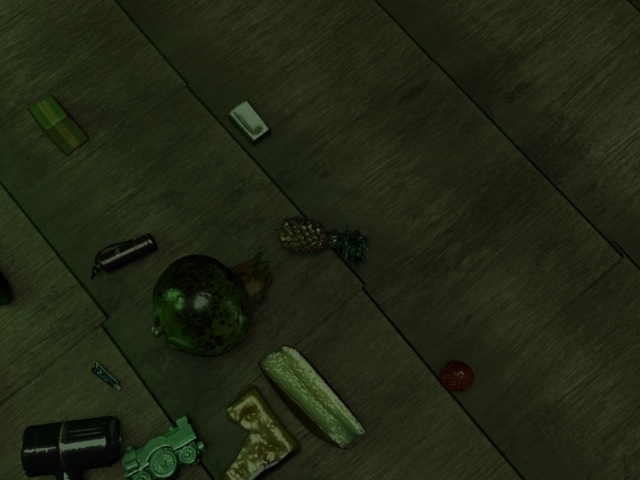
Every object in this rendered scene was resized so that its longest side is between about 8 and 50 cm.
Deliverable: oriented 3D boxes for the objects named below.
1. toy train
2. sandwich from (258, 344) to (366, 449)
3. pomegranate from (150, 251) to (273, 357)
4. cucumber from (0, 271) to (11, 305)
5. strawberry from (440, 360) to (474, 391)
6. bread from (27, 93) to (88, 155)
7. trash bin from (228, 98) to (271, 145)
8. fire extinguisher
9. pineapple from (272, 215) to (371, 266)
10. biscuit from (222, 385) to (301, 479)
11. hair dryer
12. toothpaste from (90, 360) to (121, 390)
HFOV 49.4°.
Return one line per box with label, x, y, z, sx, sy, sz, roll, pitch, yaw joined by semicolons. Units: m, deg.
toy train;-0.330;0.451;1.454;0.178;0.071;0.104;-27;71;-9
sandwich;-0.020;0.335;1.478;0.094;0.096;0.258;-39;79;-17
pomegranate;-0.230;0.131;1.494;0.204;0.277;0.222;-36;83;31
cucumber;-0.771;0.049;1.540;0.241;0.074;0.074;44;79;8
strawberry;0.300;0.290;1.504;0.073;0.083;0.073;1;60;-2
bread;-0.626;-0.278;1.655;0.074;0.084;0.139;-41;50;-10
trash bin;-0.167;-0.278;1.653;0.061;0.043;0.092;-38;83;-10
fire extinguisher;-0.451;0.030;1.571;0.157;0.045;0.078;-27;50;-7
pineapple;0.001;-0.001;1.561;0.221;0.103;0.083;11;110;0
biscuit;-0.155;0.425;1.481;0.174;0.039;0.183;-33;79;-7
hair dryer;-0.491;0.545;1.424;0.189;0.107;0.352;-7;84;-5
toothpaste;-0.465;0.297;1.514;0.083;0.019;0.027;36;95;11
